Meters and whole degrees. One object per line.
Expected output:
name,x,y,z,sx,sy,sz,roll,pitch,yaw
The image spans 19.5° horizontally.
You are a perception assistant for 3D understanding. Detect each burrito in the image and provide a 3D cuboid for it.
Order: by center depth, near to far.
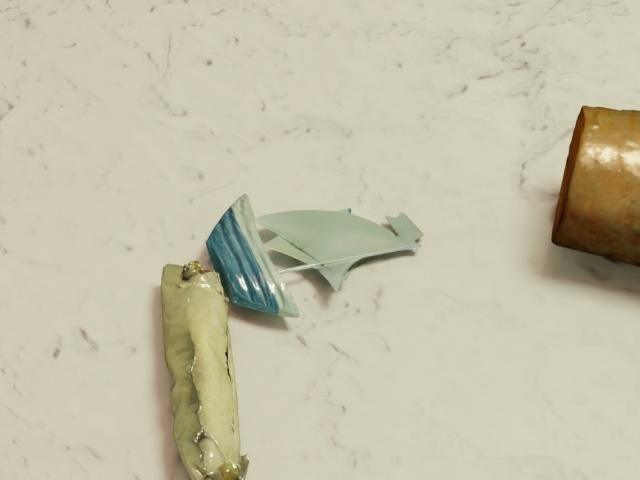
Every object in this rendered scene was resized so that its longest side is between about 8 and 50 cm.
burrito,-0.075,0.084,1.158,0.045,0.041,0.185,32,33,-34

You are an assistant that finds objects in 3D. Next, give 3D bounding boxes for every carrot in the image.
carrot,0.310,-0.025,1.227,0.302,0.138,0.138,13,47,8

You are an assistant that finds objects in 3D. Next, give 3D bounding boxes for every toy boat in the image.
toy boat,-0.011,-0.004,1.247,0.149,0.034,0.105,-33,59,-30
